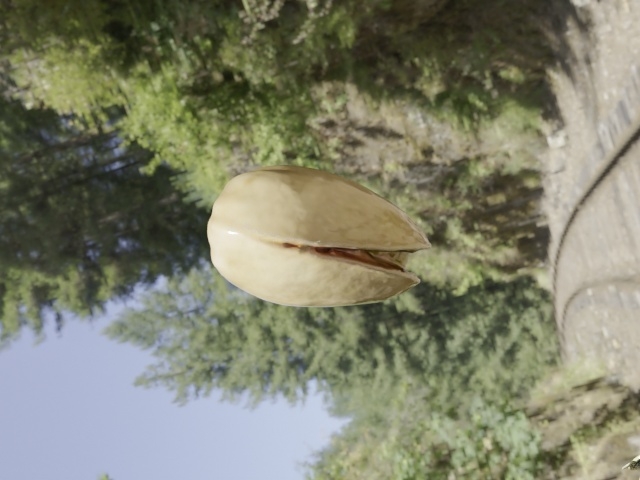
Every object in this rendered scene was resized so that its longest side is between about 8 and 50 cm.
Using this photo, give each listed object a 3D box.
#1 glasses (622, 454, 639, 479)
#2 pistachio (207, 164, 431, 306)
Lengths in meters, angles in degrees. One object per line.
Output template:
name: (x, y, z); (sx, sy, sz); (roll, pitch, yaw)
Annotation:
glasses: (0.626, 0.428, 1.472); (0.220, 0.088, 0.189); (34, 169, 43)
pistachio: (0.000, 0.000, 1.243); (0.214, 0.318, 0.193); (-140, 60, -75)
